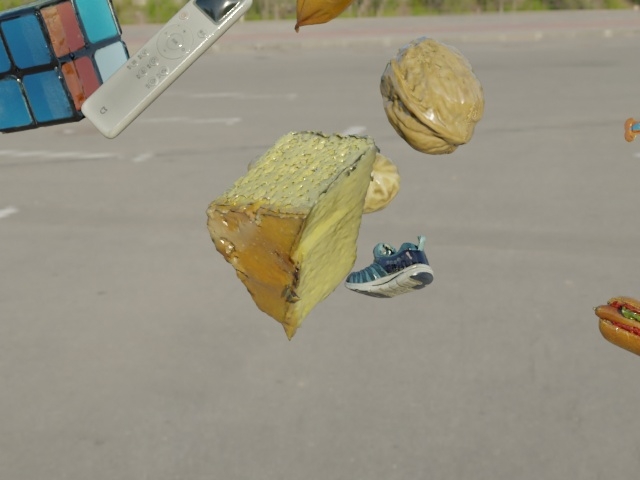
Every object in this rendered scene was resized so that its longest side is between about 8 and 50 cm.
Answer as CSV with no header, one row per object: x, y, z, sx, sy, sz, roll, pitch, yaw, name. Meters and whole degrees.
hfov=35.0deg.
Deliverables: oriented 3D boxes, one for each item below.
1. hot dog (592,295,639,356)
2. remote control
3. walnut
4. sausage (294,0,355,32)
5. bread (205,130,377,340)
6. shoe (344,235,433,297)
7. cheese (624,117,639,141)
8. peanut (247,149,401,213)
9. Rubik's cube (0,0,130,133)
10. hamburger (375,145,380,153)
0.547,0.156,1.642,0.235,0.092,0.062,23,3,33,hot dog
-0.197,-0.239,1.298,0.067,0.261,0.029,45,-2,19,remote control
0.216,-0.277,1.967,0.198,0.198,0.245,-11,56,-30,walnut
0.056,-0.520,1.904,0.112,0.328,0.112,41,10,-9,sausage
0.000,0.000,1.691,0.279,0.315,0.248,-1,42,51,bread
0.137,0.058,2.051,0.207,0.106,0.091,-22,-26,38,shoe
0.495,-0.175,1.508,0.017,0.047,0.111,14,-15,-31,cheese
0.004,-0.125,2.078,0.325,0.140,0.153,6,-3,13,peanut
-0.414,-0.280,1.569,0.167,0.184,0.180,-4,24,28,Rubik's cube
0.055,-0.184,2.472,0.189,0.122,0.215,-22,15,-31,hamburger
